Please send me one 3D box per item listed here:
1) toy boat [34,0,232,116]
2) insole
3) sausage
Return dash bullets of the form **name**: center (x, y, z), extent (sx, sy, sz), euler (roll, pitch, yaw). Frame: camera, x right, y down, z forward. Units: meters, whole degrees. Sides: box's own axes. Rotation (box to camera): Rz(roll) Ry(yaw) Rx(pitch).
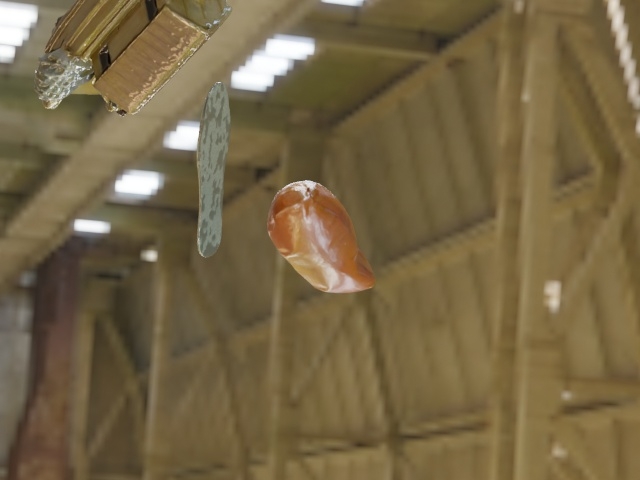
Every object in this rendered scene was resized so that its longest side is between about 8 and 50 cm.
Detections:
- **toy boat**: center (-0.186, -0.266, 2.256), extent (0.445, 0.136, 0.162), euler (-42, -124, 45)
- **insole**: center (-0.117, -0.076, 2.161), extent (0.065, 0.006, 0.193), euler (-24, 121, -60)
- **sausage**: center (0.000, 0.000, 2.226), extent (0.179, 0.089, 0.089), euler (53, 19, -42)
